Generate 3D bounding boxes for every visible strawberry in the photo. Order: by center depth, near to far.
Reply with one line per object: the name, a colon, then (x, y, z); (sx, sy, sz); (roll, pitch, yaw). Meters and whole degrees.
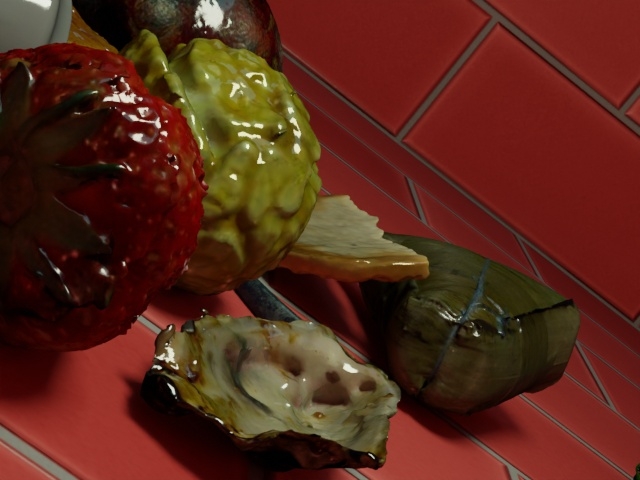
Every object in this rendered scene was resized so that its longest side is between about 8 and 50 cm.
strawberry: (-0.207, -0.036, 1.234); (0.250, 0.238, 0.288); (46, 3, 12)

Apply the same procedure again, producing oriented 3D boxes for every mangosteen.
mangosteen: (-0.216, -0.202, 1.863); (0.306, 0.359, 0.306); (37, -24, 20)

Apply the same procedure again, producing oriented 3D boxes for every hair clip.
hair clip: (-0.026, 0.099, 1.753); (0.275, 0.048, 0.083); (44, 16, 26)

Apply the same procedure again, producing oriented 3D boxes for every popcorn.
popcorn: (-0.127, -0.072, 1.617); (0.282, 0.247, 0.282); (27, 24, -13)

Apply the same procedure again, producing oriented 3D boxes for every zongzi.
zongzi: (0.111, 0.080, 2.018); (0.393, 0.174, 0.356); (30, 15, 22)

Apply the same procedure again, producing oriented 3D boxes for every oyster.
oyster: (-0.044, 0.137, 1.430); (0.221, 0.096, 0.361); (34, 11, 0)

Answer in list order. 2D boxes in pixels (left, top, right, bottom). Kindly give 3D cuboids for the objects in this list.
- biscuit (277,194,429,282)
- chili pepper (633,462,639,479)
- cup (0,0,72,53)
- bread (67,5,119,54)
biscuit: (0.000, 0.000, 2.000); (0.204, 0.040, 0.309); (-2, 18, -19)
chili pepper: (0.501, 0.379, 2.326); (0.073, 0.050, 0.182); (29, 10, -11)
cup: (-0.386, -0.203, 1.314); (0.327, 0.237, 0.323); (30, 20, -40)
bread: (-0.316, -0.181, 1.651); (0.149, 0.158, 0.143); (47, 12, 17)
